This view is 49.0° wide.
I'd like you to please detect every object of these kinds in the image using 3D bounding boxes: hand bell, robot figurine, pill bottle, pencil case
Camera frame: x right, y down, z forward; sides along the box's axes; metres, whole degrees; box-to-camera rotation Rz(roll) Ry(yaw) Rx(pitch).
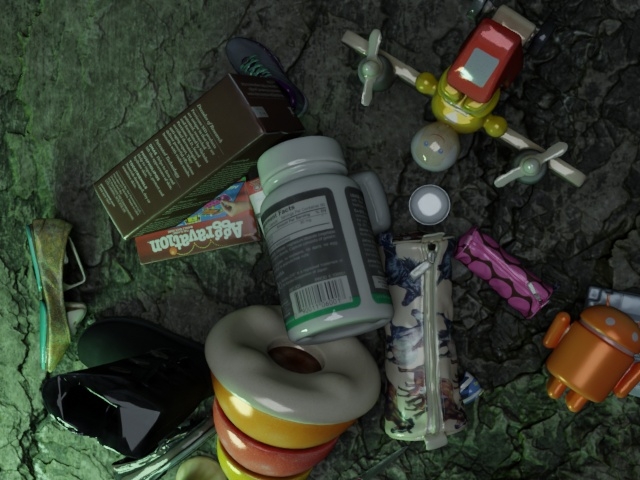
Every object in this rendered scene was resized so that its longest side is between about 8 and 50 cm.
[{"bbox_3d":[-0.292,0.559,1.478,0.126,0.242,0.126,1,94,11],"label":"hand bell"},{"bbox_3d":[0.509,0.211,1.311,0.219,0.128,0.158,-57,40,10],"label":"robot figurine"},{"bbox_3d":[0.000,0.000,1.326,0.204,0.204,0.360,-17,73,11],"label":"pill bottle"},{"bbox_3d":[0.361,0.060,1.394,0.209,0.098,0.095,39,100,6],"label":"pencil case"},{"bbox_3d":[0.195,0.184,1.367,0.160,0.183,0.409,-3,86,2],"label":"pencil case"}]

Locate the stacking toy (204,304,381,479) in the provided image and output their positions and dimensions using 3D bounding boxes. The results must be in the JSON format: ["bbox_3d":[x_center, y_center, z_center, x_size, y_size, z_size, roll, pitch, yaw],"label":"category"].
[{"bbox_3d":[-0.105,0.405,1.433,0.351,0.350,0.479,21,112,8],"label":"stacking toy"}]

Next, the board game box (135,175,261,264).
[{"bbox_3d":[-0.279,-0.043,1.542,0.282,0.027,0.144,-12,93,11],"label":"board game box"}]

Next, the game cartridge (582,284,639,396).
[{"bbox_3d":[0.657,0.211,1.374,0.298,0.062,0.197,11,100,10],"label":"game cartridge"}]

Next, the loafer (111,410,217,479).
[{"bbox_3d":[-0.348,0.462,1.554,0.303,0.109,0.095,-40,82,14],"label":"loafer"}]

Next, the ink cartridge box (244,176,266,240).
[{"bbox_3d":[-0.087,-0.077,1.489,0.099,0.056,0.135,-20,90,12],"label":"ink cartridge box"}]

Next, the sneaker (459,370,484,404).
[{"bbox_3d":[0.265,0.324,1.456,0.144,0.053,0.059,-31,82,6],"label":"sneaker"}]

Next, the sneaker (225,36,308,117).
[{"bbox_3d":[-0.116,-0.346,1.453,0.224,0.098,0.083,44,100,5],"label":"sneaker"}]

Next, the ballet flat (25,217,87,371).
[{"bbox_3d":[-0.584,0.121,1.576,0.123,0.123,0.348,-3,95,11],"label":"ballet flat"}]

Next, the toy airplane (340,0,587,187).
[{"bbox_3d":[0.246,-0.234,1.259,0.386,0.384,0.272,19,71,49],"label":"toy airplane"}]

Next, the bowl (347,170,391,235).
[{"bbox_3d":[0.069,-0.067,1.463,0.142,0.053,0.141,-17,91,10],"label":"bowl"}]

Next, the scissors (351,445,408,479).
[{"bbox_3d":[0.075,0.542,1.525,0.297,0.021,0.108,-25,87,10],"label":"scissors"}]

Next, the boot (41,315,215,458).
[{"bbox_3d":[-0.405,0.269,1.374,0.367,0.445,0.146,9,96,10],"label":"boot"}]

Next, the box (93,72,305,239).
[{"bbox_3d":[-0.239,-0.162,1.378,0.382,0.191,0.143,-31,87,23],"label":"box"}]

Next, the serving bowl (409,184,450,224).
[{"bbox_3d":[0.225,-0.074,1.445,0.084,0.027,0.083,1,95,11],"label":"serving bowl"}]
